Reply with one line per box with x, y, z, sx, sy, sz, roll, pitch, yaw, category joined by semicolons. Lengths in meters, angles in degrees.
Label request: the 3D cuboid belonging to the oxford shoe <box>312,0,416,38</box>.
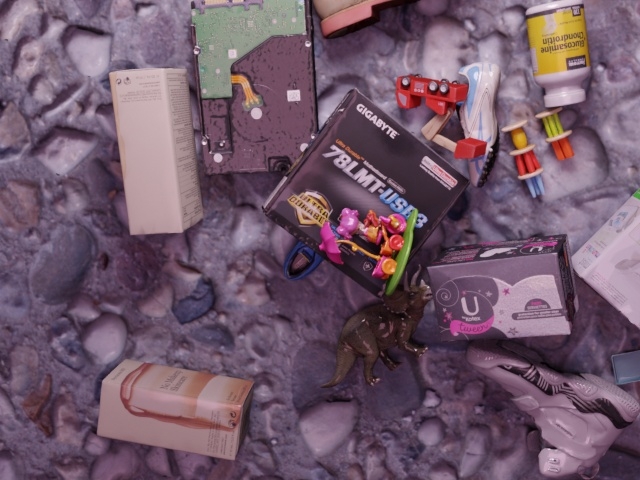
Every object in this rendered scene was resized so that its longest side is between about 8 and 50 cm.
0.143;-0.497;1.367;0.348;0.123;0.130;-22;94;9;oxford shoe

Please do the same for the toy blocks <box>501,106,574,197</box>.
0.432;-0.168;1.440;0.123;0.054;0.148;-21;99;10;toy blocks

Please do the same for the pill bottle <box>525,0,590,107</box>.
0.441;-0.344;1.376;0.103;0.103;0.184;-10;101;8;pill bottle

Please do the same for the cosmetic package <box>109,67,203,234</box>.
-0.316;-0.177;1.464;0.113;0.160;0.310;-2;101;7;cosmetic package

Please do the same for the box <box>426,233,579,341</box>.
0.349;0.094;1.425;0.247;0.142;0.164;-7;102;28;box

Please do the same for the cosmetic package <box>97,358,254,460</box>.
-0.302;0.355;1.583;0.296;0.153;0.129;8;101;3;cosmetic package

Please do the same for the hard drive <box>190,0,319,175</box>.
-0.124;-0.303;1.464;0.236;0.064;0.339;-3;103;6;hard drive

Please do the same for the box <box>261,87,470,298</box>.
0.087;-0.088;1.443;0.295;0.073;0.293;37;95;-13;box

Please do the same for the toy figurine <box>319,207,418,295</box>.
0.081;-0.005;1.375;0.159;0.130;0.173;20;76;-3;toy figurine

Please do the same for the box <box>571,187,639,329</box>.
0.659;0.058;1.429;0.262;0.127;0.231;40;104;-4;box

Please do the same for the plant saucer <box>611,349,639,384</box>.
0.695;0.245;1.522;0.191;0.018;0.067;-13;101;8;plant saucer

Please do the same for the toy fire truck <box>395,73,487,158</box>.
0.225;-0.236;1.410;0.192;0.047;0.135;20;119;38;toy fire truck

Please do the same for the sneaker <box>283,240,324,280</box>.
0.000;0.000;1.509;0.069;0.082;0.209;39;102;-1;sneaker

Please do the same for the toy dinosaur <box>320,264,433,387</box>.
0.121;0.193;1.538;0.313;0.121;0.160;-34;85;16;toy dinosaur

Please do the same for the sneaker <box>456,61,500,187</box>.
0.300;-0.221;1.434;0.086;0.085;0.237;5;104;23;sneaker

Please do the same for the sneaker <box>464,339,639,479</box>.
0.439;0.347;1.508;0.365;0.137;0.210;21;101;-2;sneaker
